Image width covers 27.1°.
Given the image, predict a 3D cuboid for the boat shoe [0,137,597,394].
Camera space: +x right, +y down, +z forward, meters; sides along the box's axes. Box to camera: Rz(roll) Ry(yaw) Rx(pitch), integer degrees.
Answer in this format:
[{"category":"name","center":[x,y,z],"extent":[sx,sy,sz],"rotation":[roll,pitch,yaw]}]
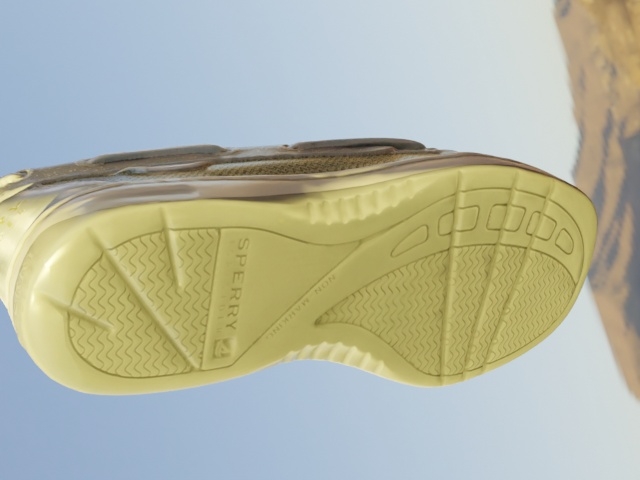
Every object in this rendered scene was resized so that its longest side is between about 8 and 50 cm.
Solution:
[{"category":"boat shoe","center":[-0.002,0.002,0.626],"extent":[0.103,0.320,0.118],"rotation":[40,126,48]}]
